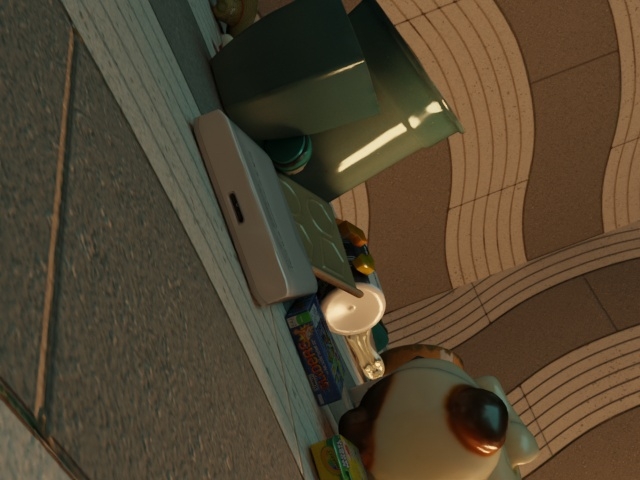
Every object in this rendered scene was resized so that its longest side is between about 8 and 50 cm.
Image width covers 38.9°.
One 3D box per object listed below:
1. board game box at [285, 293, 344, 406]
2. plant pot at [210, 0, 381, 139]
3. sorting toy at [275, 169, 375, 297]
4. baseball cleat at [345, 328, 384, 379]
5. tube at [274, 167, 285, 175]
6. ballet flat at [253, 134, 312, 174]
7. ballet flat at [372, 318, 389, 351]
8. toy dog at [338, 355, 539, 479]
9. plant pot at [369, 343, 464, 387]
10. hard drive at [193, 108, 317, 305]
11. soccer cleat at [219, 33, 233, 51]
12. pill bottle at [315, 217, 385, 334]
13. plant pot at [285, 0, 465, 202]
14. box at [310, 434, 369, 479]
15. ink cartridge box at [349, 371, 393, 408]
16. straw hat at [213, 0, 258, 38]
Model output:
[{"bbox_3d":[-0.005,0.155,1.337,0.201,0.035,0.136,-42,111,-86],"label":"board game box"},{"bbox_3d":[-0.048,-0.271,1.478,0.165,0.234,0.166,63,9,-62],"label":"plant pot"},{"bbox_3d":[0.000,0.000,1.566,0.307,0.041,0.229,30,31,-49],"label":"sorting toy"},{"bbox_3d":[0.089,0.231,2.144,0.109,0.072,0.206,-142,-146,-70],"label":"baseball cleat"},{"bbox_3d":[-0.074,-0.144,1.910,0.080,0.052,0.207,77,-10,-57],"label":"tube"},{"bbox_3d":[-0.062,-0.165,1.592,0.087,0.083,0.247,60,-4,-36],"label":"ballet flat"},{"bbox_3d":[0.095,0.182,2.298,0.106,0.107,0.316,48,-14,34],"label":"ballet flat"},{"bbox_3d":[0.170,0.354,1.298,0.395,0.284,0.408,-58,135,-52],"label":"toy dog"},{"bbox_3d":[0.236,0.418,2.172,0.237,0.237,0.254,65,20,-49],"label":"plant pot"},{"bbox_3d":[-0.077,-0.031,1.216,0.353,0.047,0.233,23,47,-84],"label":"hard drive"},{"bbox_3d":[-0.128,-0.298,1.681,0.068,0.076,0.196,-104,172,-61],"label":"soccer cleat"},{"bbox_3d":[0.039,0.058,1.756,0.246,0.130,0.130,-105,173,-52],"label":"pill bottle"},{"bbox_3d":[0.061,-0.260,1.825,0.341,0.334,0.341,52,10,-14],"label":"plant pot"},{"bbox_3d":[0.032,0.292,1.077,0.179,0.043,0.105,67,4,-69],"label":"box"},{"bbox_3d":[0.132,0.347,1.731,0.062,0.104,0.181,-105,173,-58],"label":"ink cartridge box"},{"bbox_3d":[-0.186,-0.474,1.865,0.061,0.144,0.145,14,40,-31],"label":"straw hat"}]
